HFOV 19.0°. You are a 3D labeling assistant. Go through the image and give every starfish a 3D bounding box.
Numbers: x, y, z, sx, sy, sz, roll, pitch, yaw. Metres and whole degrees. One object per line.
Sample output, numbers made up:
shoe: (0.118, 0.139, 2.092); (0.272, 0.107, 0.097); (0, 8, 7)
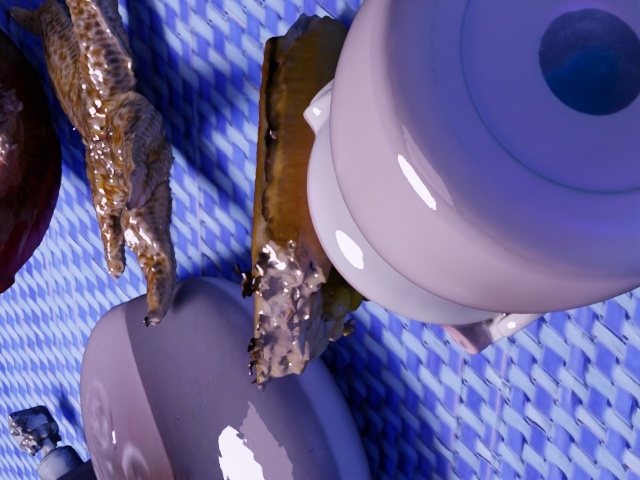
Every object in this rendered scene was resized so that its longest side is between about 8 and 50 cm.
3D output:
starfish: (-0.129, -0.059, 1.127); (0.277, 0.062, 0.236); (46, 148, 52)

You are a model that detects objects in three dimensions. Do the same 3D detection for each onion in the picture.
onion: (-0.246, -0.057, 1.210); (0.163, 0.230, 0.230); (-5, 115, 35)

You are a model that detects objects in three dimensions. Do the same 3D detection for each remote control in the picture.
remote control: (-0.064, 0.134, 1.187); (0.332, 0.103, 0.221); (-21, 93, 63)

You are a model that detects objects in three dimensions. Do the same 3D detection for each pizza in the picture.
pizza: (0.000, 0.000, 0.930); (0.226, 0.069, 0.147); (91, -177, -51)

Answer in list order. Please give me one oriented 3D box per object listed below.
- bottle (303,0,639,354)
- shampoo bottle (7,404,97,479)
bottle: (0.065, -0.035, 0.742); (0.148, 0.147, 0.236); (58, 163, 4)
shampoo bottle: (-0.152, 0.260, 1.523); (0.309, 0.071, 0.098); (53, 157, 18)
